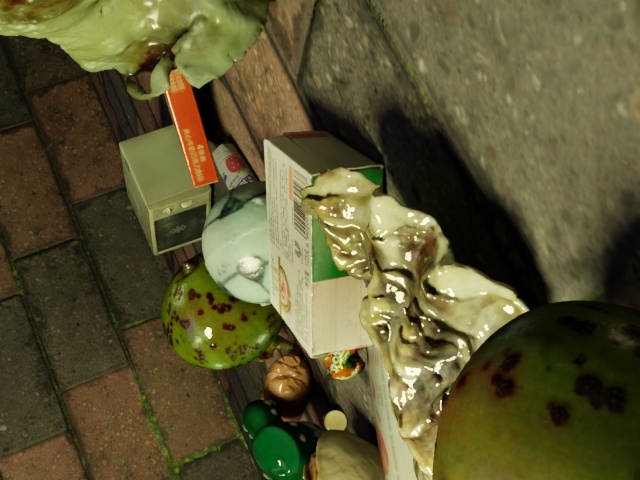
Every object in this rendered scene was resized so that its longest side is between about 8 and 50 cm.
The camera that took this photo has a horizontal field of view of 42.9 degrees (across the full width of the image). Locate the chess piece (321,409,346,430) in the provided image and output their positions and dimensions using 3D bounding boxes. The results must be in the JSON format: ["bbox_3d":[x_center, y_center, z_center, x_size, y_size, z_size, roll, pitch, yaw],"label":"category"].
[{"bbox_3d":[0.018,0.288,1.294,0.092,0.035,0.035,123,125,-75],"label":"chess piece"}]

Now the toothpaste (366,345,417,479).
[{"bbox_3d":[0.082,0.160,0.871,0.100,0.066,0.323,-144,41,-70],"label":"toothpaste"}]

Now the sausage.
[{"bbox_3d":[-0.065,0.280,1.452,0.086,0.086,0.289,62,162,22],"label":"sausage"}]

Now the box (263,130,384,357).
[{"bbox_3d":[0.000,0.000,0.831,0.135,0.081,0.199,-135,42,-58],"label":"box"}]

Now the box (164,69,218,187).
[{"bbox_3d":[-0.236,-0.254,1.339,0.265,0.048,0.273,-122,16,-63],"label":"box"}]

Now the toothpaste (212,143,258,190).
[{"bbox_3d":[-0.109,-0.068,1.228,0.067,0.043,0.194,-52,53,28],"label":"toothpaste"}]

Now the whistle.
[{"bbox_3d":[-0.083,0.015,1.030,0.163,0.163,0.290,65,150,12],"label":"whistle"}]

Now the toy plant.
[{"bbox_3d":[-0.031,0.344,1.283,0.232,0.112,0.243,44,177,-2],"label":"toy plant"}]

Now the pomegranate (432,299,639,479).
[{"bbox_3d":[0.160,0.130,0.416,0.210,0.179,0.179,31,152,13],"label":"pomegranate"}]

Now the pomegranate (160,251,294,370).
[{"bbox_3d":[-0.138,0.123,1.312,0.263,0.211,0.211,49,176,-31],"label":"pomegranate"}]

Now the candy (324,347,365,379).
[{"bbox_3d":[0.035,0.120,0.934,0.049,0.055,0.185,24,-176,6],"label":"candy"}]

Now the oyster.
[{"bbox_3d":[0.093,0.109,0.665,0.238,0.115,0.351,41,148,59],"label":"oyster"}]

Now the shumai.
[{"bbox_3d":[-0.241,-0.316,0.881,0.395,0.395,0.348,51,177,47],"label":"shumai"}]

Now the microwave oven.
[{"bbox_3d":[-0.314,-0.108,1.671,0.240,0.145,0.194,110,139,-67],"label":"microwave oven"}]

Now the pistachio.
[{"bbox_3d":[0.049,0.340,1.066,0.215,0.144,0.144,44,151,51],"label":"pistachio"}]
